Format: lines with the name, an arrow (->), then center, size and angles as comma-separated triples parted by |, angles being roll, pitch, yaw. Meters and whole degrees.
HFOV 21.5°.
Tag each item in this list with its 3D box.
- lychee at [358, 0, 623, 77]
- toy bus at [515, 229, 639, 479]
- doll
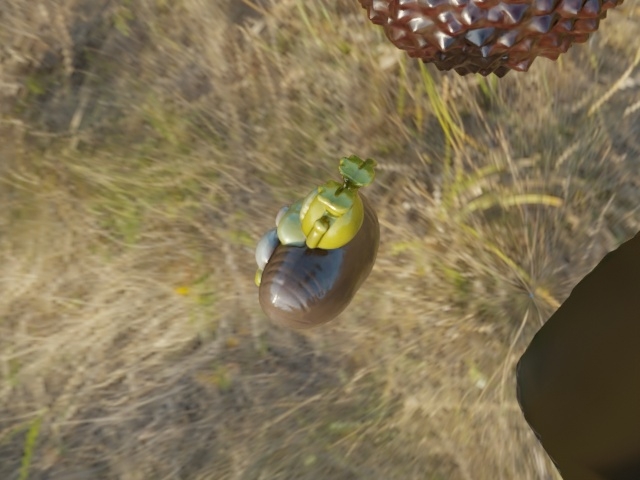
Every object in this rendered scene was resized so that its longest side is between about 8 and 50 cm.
lychee -> 0.155, -0.299, 1.472 | 0.330, 0.306, 0.306 | -23, 85, 41
toy bus -> 0.294, 0.013, 0.830 | 0.386, 0.171, 0.162 | -45, 122, 10
doll -> 0.004, -0.007, 1.451 | 0.096, 0.145, 0.188 | 28, 123, 7
